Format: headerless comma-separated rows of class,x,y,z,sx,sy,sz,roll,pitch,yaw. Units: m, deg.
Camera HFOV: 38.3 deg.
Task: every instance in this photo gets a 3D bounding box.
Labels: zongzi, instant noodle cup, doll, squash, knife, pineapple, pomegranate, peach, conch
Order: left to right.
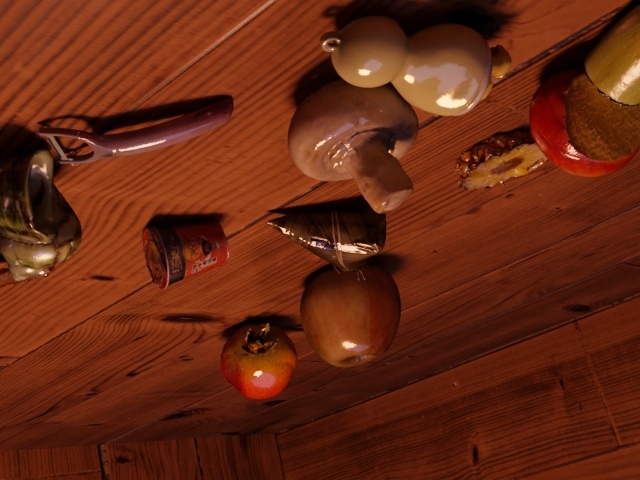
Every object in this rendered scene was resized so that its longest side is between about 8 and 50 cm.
conch,-0.438,-0.036,1.379,0.124,0.181,0.187,-14,-177,3
knife,-0.260,-0.154,1.365,0.278,0.053,0.123,-12,166,-3
instant noodle cup,-0.253,0.019,1.755,0.136,0.127,0.127,-13,162,-28
pomegranate,-0.165,0.319,2.495,0.210,0.210,0.235,-10,147,-13
zongzi,0.000,0.000,1.923,0.241,0.111,0.247,7,164,-6
doll,0.131,-0.254,1.287,0.296,0.117,0.141,13,143,-27
pineapple,0.359,-0.160,1.791,0.221,0.047,0.221,-16,163,-5
peach,0.442,-0.200,1.522,0.190,0.190,0.192,-19,166,14
squash,0.494,-0.297,1.396,0.123,0.123,0.186,-6,156,-21

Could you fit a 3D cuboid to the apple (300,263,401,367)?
apple,0.079,0.182,2.249,0.257,0.233,0.257,-14,158,-6

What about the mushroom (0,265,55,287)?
mushroom,-0.597,0.080,1.697,0.227,0.148,0.217,-25,174,43

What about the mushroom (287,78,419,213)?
mushroom,0.056,-0.144,1.411,0.206,0.209,0.206,-16,-173,2
